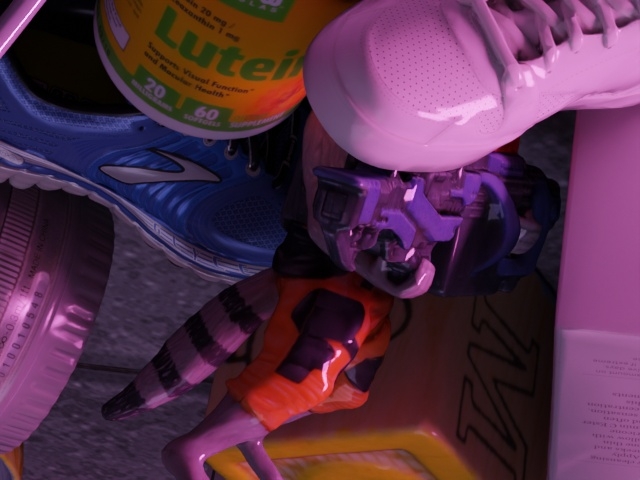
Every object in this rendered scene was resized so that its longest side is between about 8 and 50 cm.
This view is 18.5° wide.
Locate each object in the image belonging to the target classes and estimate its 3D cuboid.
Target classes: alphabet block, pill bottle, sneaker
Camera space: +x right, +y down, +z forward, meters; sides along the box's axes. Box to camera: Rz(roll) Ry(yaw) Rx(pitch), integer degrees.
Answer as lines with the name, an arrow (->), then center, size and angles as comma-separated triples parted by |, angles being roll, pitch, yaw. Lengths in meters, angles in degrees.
alphabet block -> 0.051, 0.101, 1.413 | 0.192, 0.197, 0.193 | -10, 143, 30
pill bottle -> -0.030, -0.169, 1.051 | 0.136, 0.136, 0.245 | 18, 148, -12
sneaker -> 0.134, -0.128, 1.008 | 0.292, 0.108, 0.169 | -19, 167, -43
sneaker -> -0.086, -0.071, 1.238 | 0.330, 0.129, 0.147 | 18, 148, -18

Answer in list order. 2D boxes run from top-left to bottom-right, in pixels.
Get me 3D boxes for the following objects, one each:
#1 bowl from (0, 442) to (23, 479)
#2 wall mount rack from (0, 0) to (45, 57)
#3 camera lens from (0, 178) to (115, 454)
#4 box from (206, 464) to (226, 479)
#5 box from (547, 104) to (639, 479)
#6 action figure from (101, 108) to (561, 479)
bowl -> -0.369, 0.104, 1.591 | 0.289, 0.156, 0.289 | 8, 149, 5
wall mount rack -> -0.190, -0.208, 0.891 | 0.350, 0.130, 0.304 | 37, 115, -3
camera lens -> -0.309, 0.009, 1.352 | 0.274, 0.219, 0.219 | 25, 146, -23
box -> -0.026, 0.266, 1.622 | 0.169, 0.290, 0.087 | 10, 148, 5
box -> 0.238, 0.057, 1.264 | 0.168, 0.215, 0.345 | 5, 150, 8
action figure -> 0.000, 0.000, 1.141 | 0.178, 0.330, 0.341 | 29, -176, 22
